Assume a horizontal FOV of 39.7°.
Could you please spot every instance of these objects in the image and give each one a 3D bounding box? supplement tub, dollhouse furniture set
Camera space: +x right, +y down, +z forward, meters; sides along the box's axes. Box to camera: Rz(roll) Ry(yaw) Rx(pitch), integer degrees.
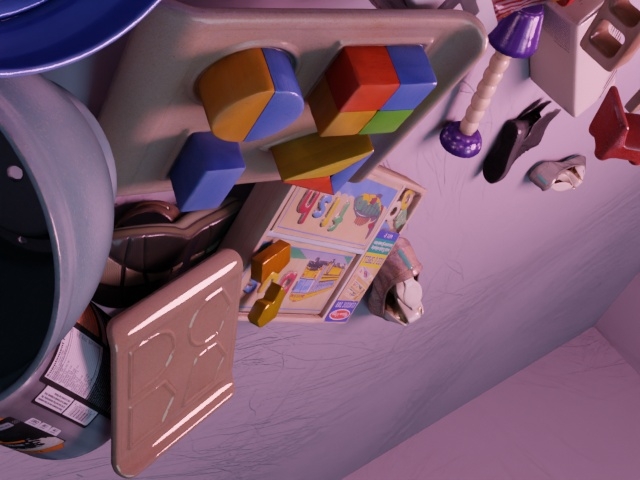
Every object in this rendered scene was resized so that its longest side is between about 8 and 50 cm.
[{"bbox_3d":[-0.338,0.122,0.970,0.194,0.193,0.316,-36,155,-6],"label":"supplement tub"},{"bbox_3d":[0.308,-0.253,1.011,0.201,0.374,0.152,-26,157,-29],"label":"dollhouse furniture set"}]

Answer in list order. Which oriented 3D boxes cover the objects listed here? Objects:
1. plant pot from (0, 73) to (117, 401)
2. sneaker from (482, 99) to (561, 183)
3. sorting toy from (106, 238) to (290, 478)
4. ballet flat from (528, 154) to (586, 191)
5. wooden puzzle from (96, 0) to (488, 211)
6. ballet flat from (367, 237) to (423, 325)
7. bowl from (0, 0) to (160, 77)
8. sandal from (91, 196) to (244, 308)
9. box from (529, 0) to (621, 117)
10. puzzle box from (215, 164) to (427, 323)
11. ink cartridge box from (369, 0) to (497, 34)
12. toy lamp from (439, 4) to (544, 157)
[{"bbox_3d":[-0.287,-0.036,0.718,0.293,0.293,0.196,-52,179,27],"label":"plant pot"},{"bbox_3d":[0.361,-0.175,1.600,0.089,0.051,0.170,-17,145,-31],"label":"sneaker"},{"bbox_3d":[-0.148,0.123,1.090,0.307,0.041,0.229,-35,140,-45],"label":"sorting toy"},{"bbox_3d":[0.512,-0.133,1.861,0.213,0.068,0.072,-11,144,-46],"label":"ballet flat"},{"bbox_3d":[-0.042,-0.118,0.912,0.348,0.080,0.322,-3,157,-28],"label":"wooden puzzle"},{"bbox_3d":[0.152,0.105,1.724,0.108,0.106,0.316,-35,155,-10],"label":"ballet flat"},{"bbox_3d":[-0.172,-0.286,0.486,0.391,0.077,0.391,-48,153,-35],"label":"bowl"},{"bbox_3d":[-0.202,0.000,1.094,0.120,0.086,0.303,-57,165,24],"label":"sandal"},{"bbox_3d":[0.382,-0.306,1.336,0.094,0.113,0.275,-40,157,-1],"label":"box"},{"bbox_3d":[0.000,0.000,1.310,0.272,0.052,0.409,-59,154,11],"label":"puzzle box"},{"bbox_3d":[0.093,-0.289,0.914,0.087,0.153,0.208,-40,157,3],"label":"ink cartridge box"},{"bbox_3d":[0.254,-0.240,1.313,0.080,0.080,0.274,-24,154,-29],"label":"toy lamp"}]
